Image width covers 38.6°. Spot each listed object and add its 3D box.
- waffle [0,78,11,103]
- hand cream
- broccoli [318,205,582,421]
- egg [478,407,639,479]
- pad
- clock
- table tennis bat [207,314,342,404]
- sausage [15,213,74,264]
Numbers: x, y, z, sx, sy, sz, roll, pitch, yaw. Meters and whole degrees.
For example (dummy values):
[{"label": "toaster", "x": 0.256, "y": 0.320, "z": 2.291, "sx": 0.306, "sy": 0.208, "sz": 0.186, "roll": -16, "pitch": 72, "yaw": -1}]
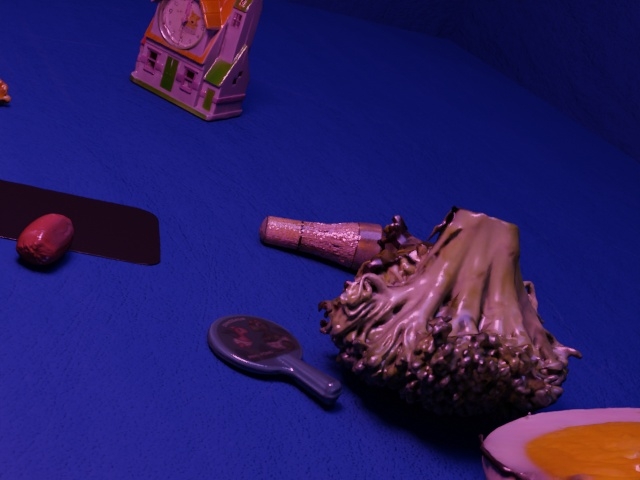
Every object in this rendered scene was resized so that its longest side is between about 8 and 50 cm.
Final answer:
[{"label": "waffle", "x": -0.646, "y": -0.285, "z": 1.625, "sx": 0.191, "sy": 0.038, "sz": 0.191, "roll": 17, "pitch": 25, "yaw": -8}, {"label": "hand cream", "x": 0.000, "y": 0.000, "z": 1.492, "sx": 0.203, "sy": 0.083, "sz": 0.084, "roll": 9, "pitch": 25, "yaw": -7}, {"label": "broccoli", "x": 0.177, "y": 0.112, "z": 1.220, "sx": 0.334, "sy": 0.272, "sz": 0.324, "roll": 24, "pitch": -16, "yaw": 26}, {"label": "egg", "x": 0.327, "y": 0.296, "z": 0.947, "sx": 0.337, "sy": 0.200, "sz": 0.337, "roll": 2, "pitch": 5, "yaw": 0}, {"label": "pad", "x": -0.366, "y": -0.029, "z": 1.340, "sx": 0.267, "sy": 0.004, "sz": 0.181, "roll": 13, "pitch": 24, "yaw": -18}, {"label": "clock", "x": -0.254, "y": -0.445, "z": 1.941, "sx": 0.235, "sy": 0.309, "sz": 0.166, "roll": 29, "pitch": 24, "yaw": 20}, {"label": "table tennis bat", "x": -0.056, "y": 0.150, "z": 1.171, "sx": 0.201, "sy": 0.033, "sz": 0.124, "roll": 28, "pitch": 26, "yaw": 29}, {"label": "sausage", "x": -0.361, "y": -0.002, "z": 1.213, "sx": 0.059, "sy": 0.054, "sz": 0.094, "roll": 58, "pitch": 22, "yaw": -13}]
